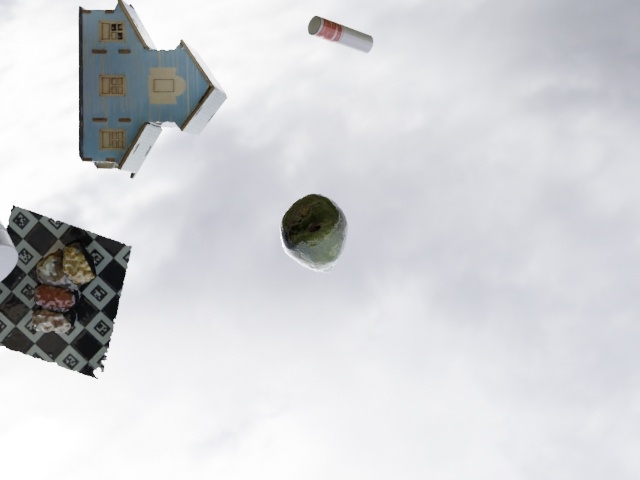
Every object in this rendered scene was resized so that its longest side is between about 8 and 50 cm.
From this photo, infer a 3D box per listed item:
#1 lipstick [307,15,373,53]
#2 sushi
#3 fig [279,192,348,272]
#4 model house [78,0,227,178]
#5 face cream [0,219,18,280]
[{"bbox_3d":[0.039,-0.385,1.683,0.131,0.038,0.038,10,-169,-38],"label":"lipstick"},{"bbox_3d":[-0.509,0.109,1.690,0.264,0.290,0.050,19,-164,3],"label":"sushi"},{"bbox_3d":[0.000,0.000,1.576,0.123,0.156,0.123,-17,-134,19],"label":"fig"},{"bbox_3d":[-0.251,-0.232,1.388,0.207,0.271,0.178,0,180,4],"label":"model house"},{"bbox_3d":[-0.596,-0.001,1.429,0.177,0.177,0.153,-28,-105,-18],"label":"face cream"}]
